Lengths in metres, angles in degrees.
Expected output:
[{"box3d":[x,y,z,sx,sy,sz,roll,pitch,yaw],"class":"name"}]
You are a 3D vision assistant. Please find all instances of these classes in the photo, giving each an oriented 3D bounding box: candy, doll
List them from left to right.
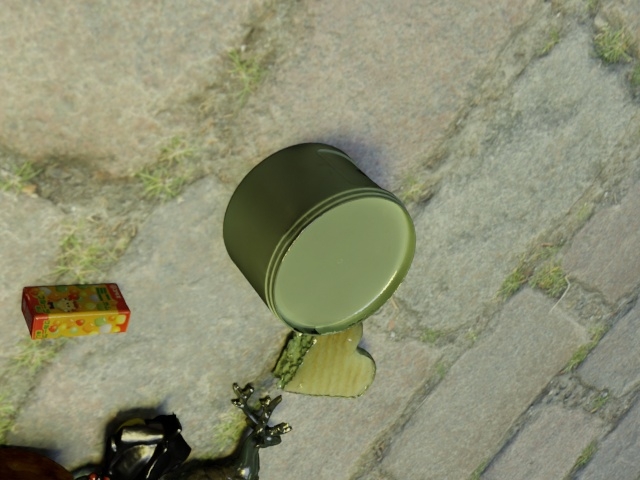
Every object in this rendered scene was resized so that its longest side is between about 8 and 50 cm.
[{"box3d":[-0.308,0.089,0.980,0.122,0.062,0.038,-1,123,-35],"class":"candy"},{"box3d":[-0.292,0.342,1.171,0.249,0.088,0.127,-49,156,19],"class":"doll"}]

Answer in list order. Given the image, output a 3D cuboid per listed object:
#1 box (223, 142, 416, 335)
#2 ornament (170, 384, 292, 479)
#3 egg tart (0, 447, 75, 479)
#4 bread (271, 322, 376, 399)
[{"box3d":[0.000,0.000,1.064,0.226,0.149,0.226,-19,131,-23],"class":"box"},{"box3d":[-0.149,0.338,1.265,0.202,0.080,0.236,1,124,-38],"class":"ornament"},{"box3d":[-0.419,0.374,1.044,0.202,0.202,0.147,20,94,-42],"class":"egg tart"},{"box3d":[0.001,0.196,1.270,0.172,0.064,0.232,-31,133,-11],"class":"bread"}]
